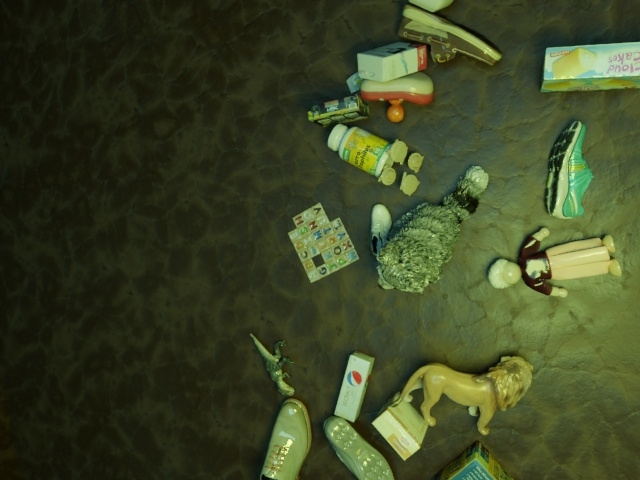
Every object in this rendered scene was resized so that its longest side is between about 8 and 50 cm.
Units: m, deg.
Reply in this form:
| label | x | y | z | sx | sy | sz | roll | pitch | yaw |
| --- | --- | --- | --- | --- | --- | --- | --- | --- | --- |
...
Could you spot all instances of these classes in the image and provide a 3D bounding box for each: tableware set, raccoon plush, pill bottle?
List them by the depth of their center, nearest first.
| label | x | y | z | sx | sy | sz | roll | pitch | yaw |
| --- | --- | --- | --- | --- | --- | --- | --- | --- | --- |
| raccoon plush | 0.311 | -0.043 | 1.430 | 0.216 | 0.299 | 0.447 | 27 | 100 | 13 |
| tableware set | 0.260 | -0.227 | 1.543 | 0.020 | 0.168 | 0.141 | 26 | 95 | 57 |
| pill bottle | 0.133 | -0.297 | 1.592 | 0.208 | 0.117 | 0.118 | 31 | 101 | 17 |

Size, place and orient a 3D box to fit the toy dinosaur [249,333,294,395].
| label | x | y | z | sx | sy | sz | roll | pitch | yaw |
| --- | --- | --- | --- | --- | --- | --- | --- | --- | --- |
| toy dinosaur | -0.158 | 0.427 | 1.753 | 0.118 | 0.064 | 0.268 | -38 | 76 | 24 |

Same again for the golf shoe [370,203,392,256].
| label | x | y | z | sx | sy | sz | roll | pitch | yaw |
| --- | --- | --- | --- | --- | --- | --- | --- | --- | --- |
| golf shoe | 0.193 | -0.033 | 1.595 | 0.069 | 0.086 | 0.176 | -4 | 89 | 21 |

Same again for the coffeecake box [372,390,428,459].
| label | x | y | z | sx | sy | sz | roll | pitch | yaw |
| --- | --- | --- | --- | --- | --- | --- | --- | --- | --- |
| coffeecake box | 0.253 | 0.574 | 1.536 | 0.068 | 0.185 | 0.142 | -47 | 76 | 15 |

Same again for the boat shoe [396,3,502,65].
| label | x | y | z | sx | sy | sz | roll | pitch | yaw |
| --- | --- | --- | --- | --- | --- | --- | --- | --- | --- |
| boat shoe | 0.384 | -0.603 | 1.502 | 0.341 | 0.123 | 0.123 | 33 | 124 | 15 |

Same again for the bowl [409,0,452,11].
| label | x | y | z | sx | sy | sz | roll | pitch | yaw |
| --- | --- | --- | --- | --- | --- | --- | --- | --- | --- |
| bowl | 0.335 | -0.752 | 1.507 | 0.142 | 0.142 | 0.053 | 33 | 136 | 16 |

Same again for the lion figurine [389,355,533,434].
| label | x | y | z | sx | sy | sz | roll | pitch | yaw |
| --- | --- | --- | --- | --- | --- | --- | --- | --- | --- |
| lion figurine | 0.417 | 0.435 | 1.453 | 0.391 | 0.142 | 0.240 | 7 | 117 | -5 |

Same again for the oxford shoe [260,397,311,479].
| label | x | y | z | sx | sy | sz | roll | pitch | yaw |
| --- | --- | --- | --- | --- | --- | --- | --- | --- | --- |
| oxford shoe | -0.127 | 0.754 | 1.701 | 0.140 | 0.146 | 0.398 | 8 | 94 | 20 |

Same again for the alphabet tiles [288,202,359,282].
| label | x | y | z | sx | sy | sz | roll | pitch | yaw |
| --- | --- | --- | --- | --- | --- | --- | --- | --- | --- |
| alphabet tiles | 0.000 | 0.000 | 1.707 | 0.198 | 0.009 | 0.237 | -28 | 83 | 19 |

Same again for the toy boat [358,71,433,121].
| label | x | y | z | sx | sy | sz | roll | pitch | yaw |
| --- | --- | --- | --- | --- | --- | --- | --- | --- | --- |
| toy boat | 0.241 | -0.450 | 1.554 | 0.230 | 0.151 | 0.151 | 6 | 124 | 21 |

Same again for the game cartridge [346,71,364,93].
| label | x | y | z | sx | sy | sz | roll | pitch | yaw |
| --- | --- | --- | --- | --- | --- | --- | --- | --- | --- |
| game cartridge | 0.130 | -0.534 | 1.641 | 0.083 | 0.017 | 0.056 | -24 | 80 | 19 |

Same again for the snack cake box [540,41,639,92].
| label | x | y | z | sx | sy | sz | roll | pitch | yaw |
| --- | --- | --- | --- | --- | --- | --- | --- | --- | --- |
| snack cake box | 0.750 | -0.470 | 1.342 | 0.264 | 0.152 | 0.089 | 4 | 93 | 21 |

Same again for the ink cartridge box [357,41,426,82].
| label | x | y | z | sx | sy | sz | roll | pitch | yaw |
| --- | --- | --- | --- | --- | --- | --- | --- | --- | --- |
| ink cartridge box | 0.218 | -0.548 | 1.500 | 0.127 | 0.175 | 0.073 | 33 | 139 | 46 |

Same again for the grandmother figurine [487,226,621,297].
| label | x | y | z | sx | sy | sz | roll | pitch | yaw |
| --- | --- | --- | --- | --- | --- | --- | --- | --- | --- |
| grandmother figurine | 0.659 | 0.067 | 1.422 | 0.342 | 0.104 | 0.208 | -15 | 78 | 17 |

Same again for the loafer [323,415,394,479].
| label | x | y | z | sx | sy | sz | roll | pitch | yaw |
| --- | --- | --- | --- | --- | --- | --- | --- | --- | --- |
| loafer | 0.128 | 0.716 | 1.637 | 0.112 | 0.111 | 0.320 | -37 | 91 | -18 |

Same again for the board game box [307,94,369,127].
| label | x | y | z | sx | sy | sz | roll | pitch | yaw |
| --- | --- | --- | --- | --- | --- | --- | --- | --- | --- |
| board game box | 0.061 | -0.420 | 1.602 | 0.170 | 0.141 | 0.048 | -7 | 91 | 20 |

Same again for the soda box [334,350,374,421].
| label | x | y | z | sx | sy | sz | roll | pitch | yaw |
| --- | --- | --- | --- | --- | --- | --- | --- | --- | --- |
| soda box | 0.115 | 0.488 | 1.647 | 0.073 | 0.069 | 0.216 | 17 | 98 | 19 |

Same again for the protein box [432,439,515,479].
| label | x | y | z | sx | sy | sz | roll | pitch | yaw |
| --- | --- | --- | --- | --- | --- | --- | --- | --- | --- |
| protein box | 0.473 | 0.769 | 1.487 | 0.200 | 0.136 | 0.201 | 46 | 106 | 13 |

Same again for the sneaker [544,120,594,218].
| label | x | y | z | sx | sy | sz | roll | pitch | yaw |
| --- | --- | --- | --- | --- | --- | --- | --- | --- | --- |
| sneaker | 0.720 | -0.200 | 1.405 | 0.109 | 0.107 | 0.276 | 5 | 99 | 1 |
